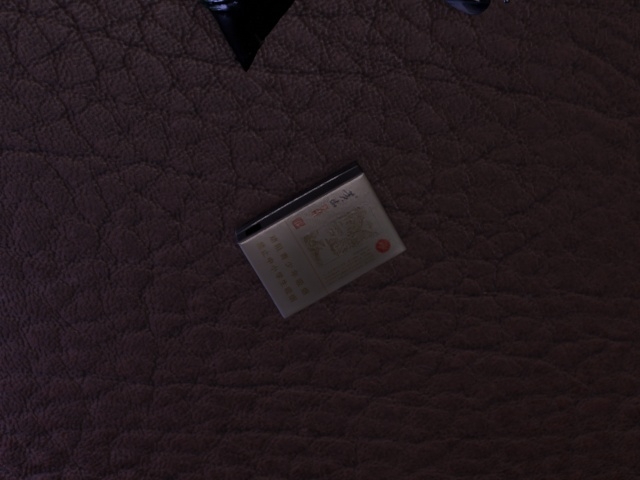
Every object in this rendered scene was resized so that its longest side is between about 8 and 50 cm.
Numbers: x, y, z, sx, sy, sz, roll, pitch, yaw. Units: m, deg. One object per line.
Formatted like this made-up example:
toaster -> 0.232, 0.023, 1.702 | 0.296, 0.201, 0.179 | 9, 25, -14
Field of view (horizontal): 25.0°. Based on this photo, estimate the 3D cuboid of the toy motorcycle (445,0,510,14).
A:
toy motorcycle -> 0.243, -0.391, 1.886 | 0.270, 0.106, 0.159 | -22, 115, -13

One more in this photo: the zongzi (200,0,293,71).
zongzi -> -0.052, -0.451, 1.767 | 0.362, 0.319, 0.383 | -41, 129, -3

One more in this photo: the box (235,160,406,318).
box -> 0.000, 0.000, 2.005 | 0.201, 0.058, 0.141 | -31, 111, 3
